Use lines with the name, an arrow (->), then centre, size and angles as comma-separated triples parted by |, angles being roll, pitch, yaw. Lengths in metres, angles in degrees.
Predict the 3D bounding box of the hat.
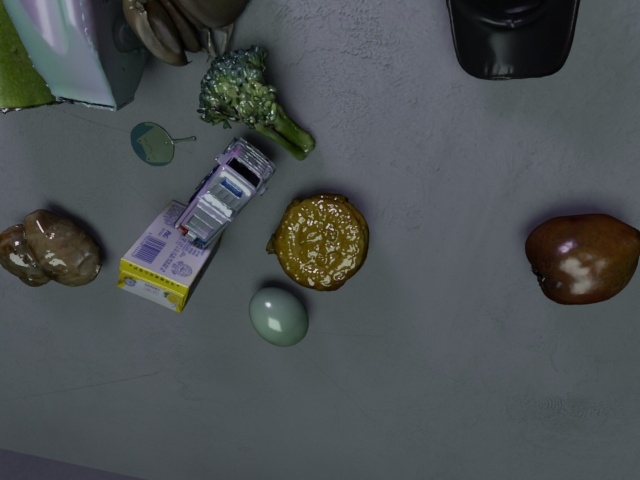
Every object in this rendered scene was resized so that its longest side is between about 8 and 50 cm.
hat -> 0.329, -0.450, 0.694 | 0.237, 0.209, 0.336 | 9, 146, 29

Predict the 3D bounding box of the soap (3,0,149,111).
soap -> -0.411, -0.473, 0.727 | 0.155, 0.261, 0.447 | 9, 124, 0

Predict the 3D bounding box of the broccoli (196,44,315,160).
broccoli -> -0.105, -0.270, 0.860 | 0.274, 0.198, 0.177 | 31, 79, -19

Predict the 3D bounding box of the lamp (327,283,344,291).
lamp -> 0.023, 0.086, 1.127 | 0.101, 0.090, 0.101 | -1, 86, 12

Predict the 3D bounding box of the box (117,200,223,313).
box -> -0.361, 0.033, 1.056 | 0.168, 0.265, 0.097 | 24, 126, -9

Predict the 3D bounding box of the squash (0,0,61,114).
squash -> -0.620, -0.460, 0.774 | 0.262, 0.263, 0.385 | 10, 125, 4

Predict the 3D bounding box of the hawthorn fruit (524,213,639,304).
hawthorn fruit -> 0.597, 0.031, 0.939 | 0.248, 0.208, 0.208 | -25, 117, 6

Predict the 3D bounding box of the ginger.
ginger -> -0.794, 0.037, 1.218 | 0.303, 0.155, 0.245 | -8, 129, 24

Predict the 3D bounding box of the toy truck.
toy truck -> -0.224, -0.101, 0.972 | 0.124, 0.156, 0.268 | 37, 141, -16

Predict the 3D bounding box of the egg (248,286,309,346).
egg -> -0.119, 0.216, 1.204 | 0.149, 0.149, 0.192 | -36, 112, 29

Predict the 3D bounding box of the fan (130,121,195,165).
fan -> -0.384, -0.238, 1.034 | 0.175, 0.005, 0.113 | -4, 122, 15

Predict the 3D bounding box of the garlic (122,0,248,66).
garlic -> -0.232, -0.436, 0.751 | 0.209, 0.292, 0.238 | 13, 101, 12

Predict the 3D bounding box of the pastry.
pastry -> 0.000, 0.000, 1.012 | 0.235, 0.132, 0.240 | 37, 99, 5
